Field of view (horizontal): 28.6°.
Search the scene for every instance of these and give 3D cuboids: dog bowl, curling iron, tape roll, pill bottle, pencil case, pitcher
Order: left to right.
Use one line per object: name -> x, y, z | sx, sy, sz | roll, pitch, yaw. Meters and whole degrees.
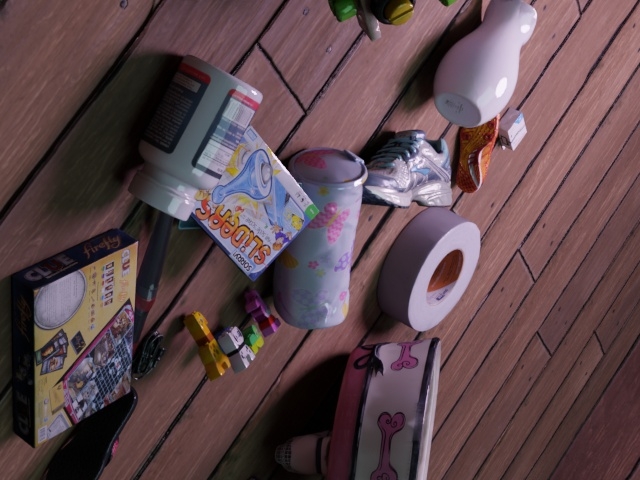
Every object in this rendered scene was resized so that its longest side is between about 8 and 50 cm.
curling iron -> -0.222, 0.064, 1.644 | 0.068, 0.035, 0.274 | -28, 138, -49
pill bottle -> -0.156, -0.121, 1.511 | 0.180, 0.108, 0.108 | -61, 151, 2
pencil case -> 0.000, 0.000, 1.847 | 0.124, 0.113, 0.273 | -9, 126, -21
dog bowl -> 0.108, 0.359, 2.159 | 0.408, 0.150, 0.408 | 7, 90, -82
tape roll -> 0.196, 0.051, 2.248 | 0.219, 0.072, 0.219 | -37, 143, -34
pitcher -> 0.262, -0.271, 2.038 | 0.207, 0.125, 0.178 | -59, 168, -27

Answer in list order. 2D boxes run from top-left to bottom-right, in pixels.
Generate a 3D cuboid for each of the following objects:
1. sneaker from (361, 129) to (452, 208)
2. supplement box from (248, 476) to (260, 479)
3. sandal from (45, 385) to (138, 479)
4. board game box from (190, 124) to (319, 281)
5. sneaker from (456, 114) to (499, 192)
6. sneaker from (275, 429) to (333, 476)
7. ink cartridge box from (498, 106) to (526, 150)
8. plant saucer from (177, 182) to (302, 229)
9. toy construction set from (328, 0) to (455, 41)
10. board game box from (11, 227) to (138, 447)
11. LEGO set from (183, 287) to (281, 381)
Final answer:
sneaker -> 0.115, -0.116, 1.974 | 0.283, 0.110, 0.122 | -6, 103, -58
supplement box -> -0.115, 0.532, 2.142 | 0.114, 0.111, 0.220 | -33, 140, -39
sandal -> -0.299, 0.273, 1.680 | 0.179, 0.067, 0.040 | -57, 162, -12
board game box -> -0.100, -0.052, 1.661 | 0.136, 0.035, 0.201 | -47, 137, -6
sneaker -> 0.275, -0.168, 2.209 | 0.067, 0.064, 0.175 | -55, 163, -53
sneaker -> -0.018, 0.370, 2.192 | 0.235, 0.095, 0.090 | 64, 24, -76
ink cartridge box -> 0.354, -0.201, 2.317 | 0.048, 0.028, 0.083 | -53, 150, -13
plant saucer -> -0.109, -0.050, 1.695 | 0.192, 0.018, 0.067 | -3, 118, -41
toy construction set -> 0.089, -0.366, 1.630 | 0.237, 0.257, 0.309 | -36, 170, -7
board game box -> -0.304, 0.121, 1.558 | 0.165, 0.042, 0.243 | -28, 137, -44
LEGO set -> -0.137, 0.128, 1.780 | 0.087, 0.093, 0.227 | -30, -175, 13
